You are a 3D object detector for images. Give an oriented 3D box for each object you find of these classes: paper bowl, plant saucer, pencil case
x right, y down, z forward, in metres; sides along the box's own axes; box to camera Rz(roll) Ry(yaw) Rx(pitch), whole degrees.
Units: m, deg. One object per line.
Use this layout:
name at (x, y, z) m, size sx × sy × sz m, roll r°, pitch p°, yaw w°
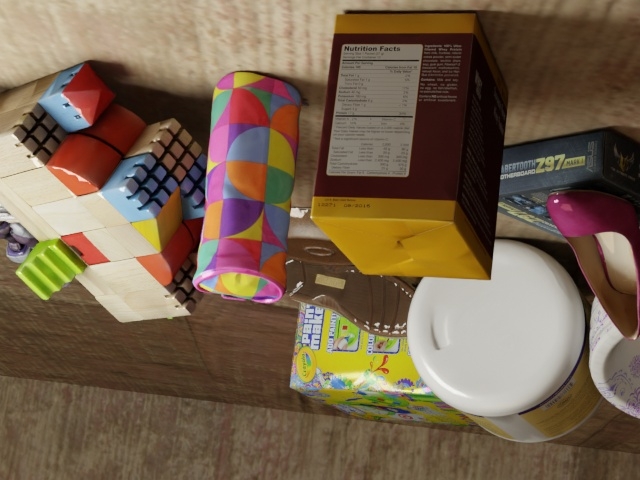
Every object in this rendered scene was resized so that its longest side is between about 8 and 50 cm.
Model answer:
paper bowl at (0.487, 0.110, 1.873) m, size 0.284 × 0.148 × 0.284 m, roll 6°, pitch 143°, yaw 5°
plant saucer at (0.000, 0.000, 2.017) m, size 0.198 × 0.036 × 0.198 m, roll 6°, pitch 165°, yaw 2°
pencil case at (-0.072, -0.054, 1.482) m, size 0.104 × 0.236 × 0.104 m, roll 5°, pitch 156°, yaw 2°

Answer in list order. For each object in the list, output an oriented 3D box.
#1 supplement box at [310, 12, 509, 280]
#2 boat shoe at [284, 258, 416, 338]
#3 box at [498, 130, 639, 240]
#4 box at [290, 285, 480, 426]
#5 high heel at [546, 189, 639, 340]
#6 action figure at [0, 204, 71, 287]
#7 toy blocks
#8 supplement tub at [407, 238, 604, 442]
supplement box at (0.088, -0.083, 1.346) m, size 0.129 × 0.194 × 0.191 m, roll 3°, pitch 164°, yaw 17°
boat shoe at (0.062, 0.079, 2.149) m, size 0.257 × 0.095 × 0.095 m, roll 22°, pitch -179°, yaw 31°
box at (0.306, -0.051, 1.626) m, size 0.232 × 0.059 × 0.183 m, roll 20°, pitch 160°, yaw -40°
box at (0.141, 0.192, 2.394) m, size 0.279 × 0.177 × 0.290 m, roll 1°, pitch 164°, yaw 24°
high heel at (0.299, 0.025, 1.564) m, size 0.082 × 0.117 × 0.244 m, roll -1°, pitch 163°, yaw 27°
action figure at (-0.438, -0.029, 2.021) m, size 0.185 × 0.099 × 0.285 m, roll 9°, pitch 163°, yaw 21°
toy blocks at (-0.215, -0.048, 1.586) m, size 0.261 × 0.191 × 0.381 m, roll -10°, pitch 131°, yaw 49°
supplement tub at (0.276, 0.151, 2.049) m, size 0.241 × 0.241 × 0.331 m, roll 2°, pitch 164°, yaw 21°
